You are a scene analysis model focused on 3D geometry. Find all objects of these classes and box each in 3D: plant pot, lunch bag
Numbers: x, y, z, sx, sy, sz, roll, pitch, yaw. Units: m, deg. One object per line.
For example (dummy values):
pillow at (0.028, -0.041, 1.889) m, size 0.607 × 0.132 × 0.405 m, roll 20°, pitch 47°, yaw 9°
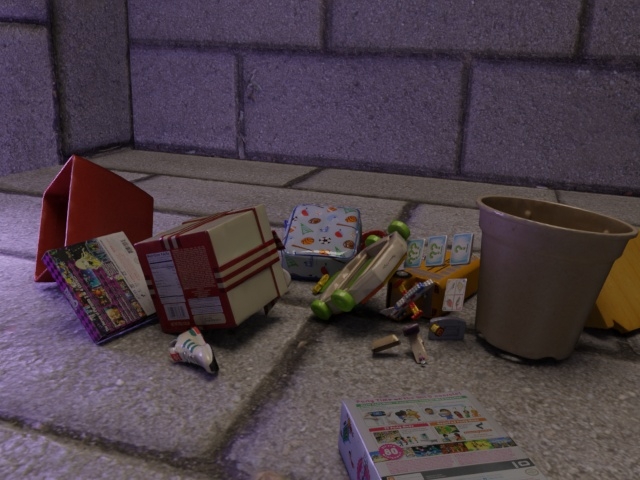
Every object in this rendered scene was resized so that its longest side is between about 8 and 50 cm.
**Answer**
plant pot at (-0.593, -0.033, 1.568) m, size 0.236 × 0.267 × 0.267 m, roll 12°, pitch -27°, yaw -37°
lunch bag at (0.000, 0.000, 1.772) m, size 0.243 × 0.115 × 0.303 m, roll 3°, pitch 34°, yaw 7°
plant pot at (0.484, 0.085, 1.303) m, size 0.334 × 0.305 × 0.334 m, roll 8°, pitch 15°, yaw -2°

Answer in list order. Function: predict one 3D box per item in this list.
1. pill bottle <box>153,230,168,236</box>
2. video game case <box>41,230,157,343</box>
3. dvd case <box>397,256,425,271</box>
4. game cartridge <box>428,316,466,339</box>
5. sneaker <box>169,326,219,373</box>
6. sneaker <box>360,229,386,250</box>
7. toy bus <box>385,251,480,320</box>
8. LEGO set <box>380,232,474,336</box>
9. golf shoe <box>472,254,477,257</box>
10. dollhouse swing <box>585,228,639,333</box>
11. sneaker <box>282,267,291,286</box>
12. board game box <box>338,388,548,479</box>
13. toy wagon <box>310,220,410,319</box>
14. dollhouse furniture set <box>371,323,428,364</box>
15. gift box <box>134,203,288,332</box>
pill bottle at (-0.422, 0.042, 1.663) m, size 0.117 × 0.117 × 0.215 m, roll -6°, pitch 19°, yaw -27°
video game case at (-0.486, 0.100, 1.352) m, size 0.232 × 0.042 × 0.210 m, roll 54°, pitch 34°, yaw 8°
dvd case at (0.235, 0.067, 1.848) m, size 0.221 × 0.018 × 0.164 m, roll -5°, pitch 18°, yaw -23°
game cartridge at (0.291, 0.202, 1.346) m, size 0.083 × 0.056 × 0.017 m, roll 2°, pitch 24°, yaw -5°
sneaker at (-0.260, 0.233, 1.188) m, size 0.075 × 0.057 × 0.161 m, roll -23°, pitch 27°, yaw -20°
sneaker at (0.107, 0.013, 1.956) m, size 0.221 × 0.087 × 0.128 m, roll -2°, pitch -4°, yaw 2°
toy bus at (0.298, 0.119, 1.534) m, size 0.130 × 0.108 × 0.333 m, roll 16°, pitch 21°, yaw 33°
LEGO set at (0.240, 0.094, 1.324) m, size 0.182 × 0.244 × 0.060 m, roll -6°, pitch -28°, yaw 43°
golf shoe at (0.428, 0.082, 1.726) m, size 0.094 × 0.077 × 0.198 m, roll -8°, pitch 19°, yaw -30°
dollhouse swing at (0.711, 0.123, 1.614) m, size 0.347 × 0.315 × 0.305 m, roll -8°, pitch -20°, yaw -32°
sneaker at (-0.173, 0.091, 1.626) m, size 0.212 × 0.080 × 0.094 m, roll 6°, pitch 6°, yaw 17°
board game box at (0.171, 0.335, 0.823) m, size 0.224 × 0.097 × 0.303 m, roll -1°, pitch 19°, yaw -13°
toy wagon at (0.085, 0.088, 1.461) m, size 0.267 × 0.068 × 0.344 m, roll -48°, pitch 6°, yaw -29°
dollhouse furniture set at (0.174, 0.247, 1.262) m, size 0.114 × 0.091 × 0.081 m, roll -19°, pitch 60°, yaw 2°
gift box at (-0.242, 0.078, 1.371) m, size 0.255 × 0.276 × 0.258 m, roll -4°, pitch 16°, yaw 28°
